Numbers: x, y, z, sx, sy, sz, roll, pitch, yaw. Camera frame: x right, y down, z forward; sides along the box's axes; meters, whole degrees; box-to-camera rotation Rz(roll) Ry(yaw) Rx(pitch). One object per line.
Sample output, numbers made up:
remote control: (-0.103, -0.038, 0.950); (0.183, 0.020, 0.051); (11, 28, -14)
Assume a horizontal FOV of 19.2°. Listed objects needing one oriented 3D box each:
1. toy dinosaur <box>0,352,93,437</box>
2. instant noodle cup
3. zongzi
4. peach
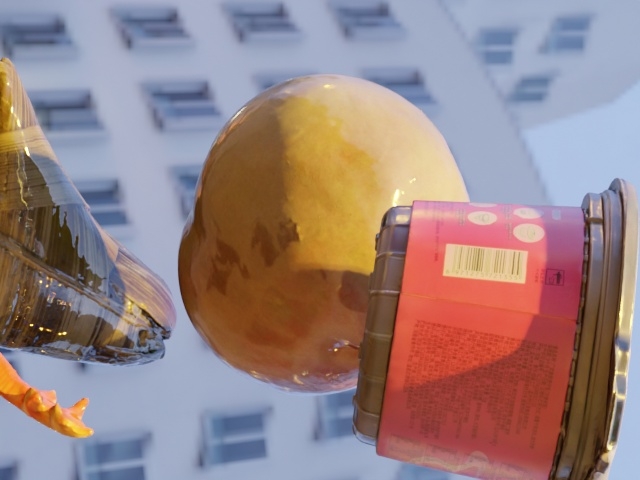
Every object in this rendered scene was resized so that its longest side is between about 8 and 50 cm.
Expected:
toy dinosaur: (-0.178, -0.035, 0.720); (0.288, 0.070, 0.117); (31, -80, 27)
instant noodle cup: (0.121, 0.071, 1.381); (0.302, 0.181, 0.258); (-32, 130, -87)
zongzi: (-0.254, -0.021, 1.923); (0.134, 0.286, 0.288); (31, -74, 58)
peach: (0.000, 0.001, 1.679); (0.292, 0.247, 0.292); (-43, -150, 32)
